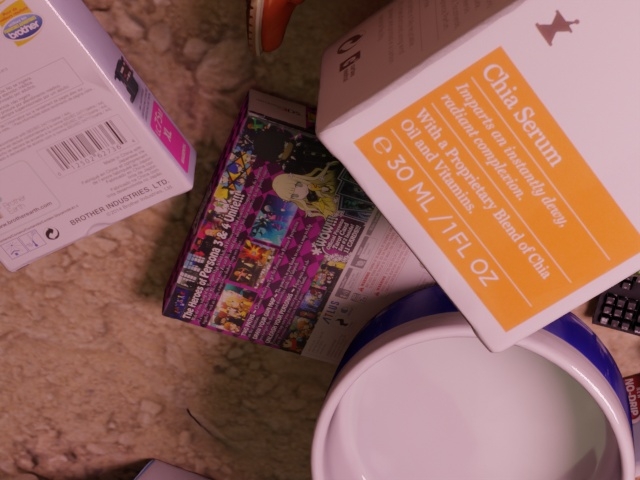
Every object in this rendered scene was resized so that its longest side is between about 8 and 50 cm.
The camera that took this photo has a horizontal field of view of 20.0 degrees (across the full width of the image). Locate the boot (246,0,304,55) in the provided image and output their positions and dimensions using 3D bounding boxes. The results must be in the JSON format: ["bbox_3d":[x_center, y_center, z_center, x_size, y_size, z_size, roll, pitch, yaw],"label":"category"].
[{"bbox_3d":[-0.011,-0.200,1.354,0.084,0.059,0.158,9,128,-12],"label":"boot"}]

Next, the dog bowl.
[{"bbox_3d":[0.129,0.171,1.517,0.264,0.104,0.265,3,112,8],"label":"dog bowl"}]

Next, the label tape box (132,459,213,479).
[{"bbox_3d":[-0.158,0.341,1.763,0.347,0.115,0.249,23,126,-13],"label":"label tape box"}]

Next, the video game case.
[{"bbox_3d":[0.000,0.000,1.522,0.210,0.042,0.232,16,128,-12],"label":"video game case"}]

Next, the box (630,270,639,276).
[{"bbox_3d":[0.260,-0.072,1.455,0.159,0.044,0.233,1,129,1],"label":"box"}]

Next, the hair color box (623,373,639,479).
[{"bbox_3d":[0.216,0.256,1.679,0.374,0.114,0.185,-19,126,16],"label":"hair color box"}]

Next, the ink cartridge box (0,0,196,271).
[{"bbox_3d":[-0.255,-0.127,1.417,0.185,0.065,0.311,-23,127,19],"label":"ink cartridge box"}]

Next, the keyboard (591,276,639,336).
[{"bbox_3d":[0.326,0.077,1.565,0.180,0.023,0.108,16,129,6],"label":"keyboard"}]

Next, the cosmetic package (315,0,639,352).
[{"bbox_3d":[0.242,-0.143,1.278,0.453,0.161,0.230,-33,112,18],"label":"cosmetic package"}]
